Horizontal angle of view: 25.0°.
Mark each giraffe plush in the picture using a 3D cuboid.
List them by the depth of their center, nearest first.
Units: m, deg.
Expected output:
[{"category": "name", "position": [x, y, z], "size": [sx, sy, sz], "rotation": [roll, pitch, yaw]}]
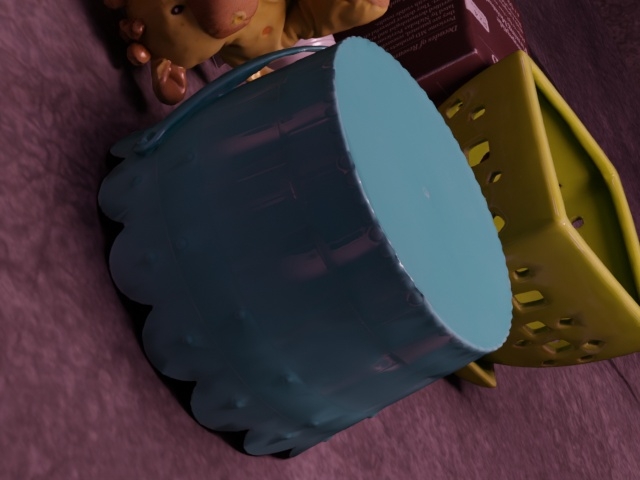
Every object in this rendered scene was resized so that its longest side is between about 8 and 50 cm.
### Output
[{"category": "giraffe plush", "position": [-0.078, -0.194, 1.099], "size": [0.181, 0.210, 0.170], "rotation": [49, 36, 17]}]

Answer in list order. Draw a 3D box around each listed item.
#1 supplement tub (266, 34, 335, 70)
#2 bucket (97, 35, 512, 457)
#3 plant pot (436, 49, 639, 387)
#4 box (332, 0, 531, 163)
[{"category": "supplement tub", "position": [-0.034, -0.204, 1.311], "size": [0.071, 0.071, 0.107], "rotation": [-9, 75, -67]}, {"category": "bucket", "position": [0.000, 0.000, 1.025], "size": [0.281, 0.183, 0.281], "rotation": [48, 28, -35]}, {"category": "plant pot", "position": [0.169, -0.003, 1.372], "size": [0.228, 0.207, 0.227], "rotation": [44, 31, -42]}, {"category": "box", "position": [0.114, -0.181, 1.486], "size": [0.168, 0.167, 0.203], "rotation": [43, 31, -43]}]
